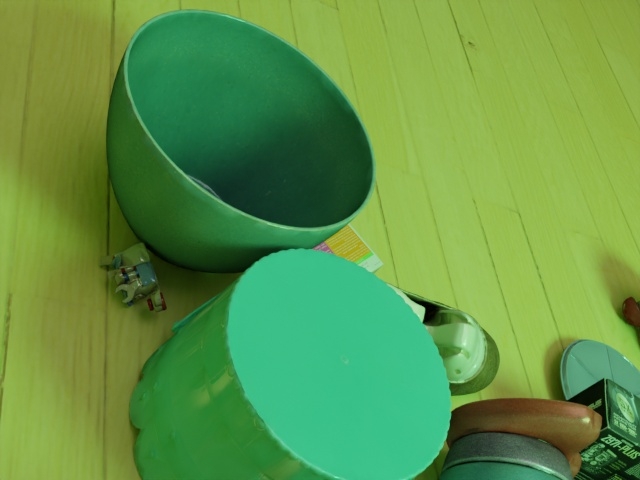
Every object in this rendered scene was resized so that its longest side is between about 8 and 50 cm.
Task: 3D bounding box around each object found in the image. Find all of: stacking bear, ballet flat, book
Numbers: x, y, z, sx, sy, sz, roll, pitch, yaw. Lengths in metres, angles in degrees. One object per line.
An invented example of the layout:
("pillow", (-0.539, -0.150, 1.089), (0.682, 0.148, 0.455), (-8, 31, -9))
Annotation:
("stacking bear", (0.192, 0.326, 0.887), (0.164, 0.175, 0.289), (7, 55, 8))
("ballet flat", (0.100, 0.100, 1.015), (0.342, 0.124, 0.116), (26, 68, -21))
("book", (0.000, 0.000, 1.101), (0.096, 0.035, 0.144), (-28, 76, -44))

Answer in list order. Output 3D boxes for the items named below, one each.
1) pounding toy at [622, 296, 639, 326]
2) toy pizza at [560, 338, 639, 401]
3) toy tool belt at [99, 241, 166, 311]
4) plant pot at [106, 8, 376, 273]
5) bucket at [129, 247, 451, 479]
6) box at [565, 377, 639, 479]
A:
("pounding toy", (0.568, 0.150, 1.400), (0.237, 0.110, 0.183), (53, 18, -36))
("toy pizza", (0.412, 0.234, 1.234), (0.201, 0.032, 0.201), (21, 46, -24))
("toy tool belt", (-0.196, 0.044, 0.900), (0.051, 0.052, 0.083), (-19, 62, -12))
("plant pot", (-0.114, -0.077, 0.947), (0.290, 0.195, 0.290), (22, 44, -24))
("bucket", (-0.022, 0.154, 0.833), (0.281, 0.183, 0.281), (22, 45, -23))
("box", (0.369, 0.271, 1.078), (0.180, 0.147, 0.078), (31, 42, -13))
